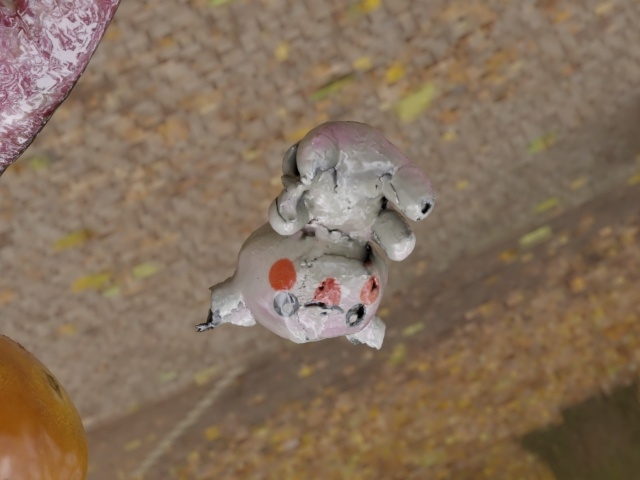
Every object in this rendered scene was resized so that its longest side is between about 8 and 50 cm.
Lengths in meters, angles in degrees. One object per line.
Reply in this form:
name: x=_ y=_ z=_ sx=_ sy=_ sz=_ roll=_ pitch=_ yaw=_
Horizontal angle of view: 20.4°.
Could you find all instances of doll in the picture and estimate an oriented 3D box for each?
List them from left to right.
doll: x=0.000 y=0.000 z=1.368 sx=0.149 sy=0.095 sz=0.192 roll=13 pitch=107 yaw=-25

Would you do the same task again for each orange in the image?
orange: x=-0.328 y=0.195 z=1.620 sx=0.240 sy=0.240 sz=0.240 roll=-22 pitch=163 yaw=-7

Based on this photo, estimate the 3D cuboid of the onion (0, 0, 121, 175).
onion: x=-0.198 y=-0.172 z=0.861 sx=0.111 sy=0.250 sz=0.247 roll=8 pitch=135 yaw=-44
